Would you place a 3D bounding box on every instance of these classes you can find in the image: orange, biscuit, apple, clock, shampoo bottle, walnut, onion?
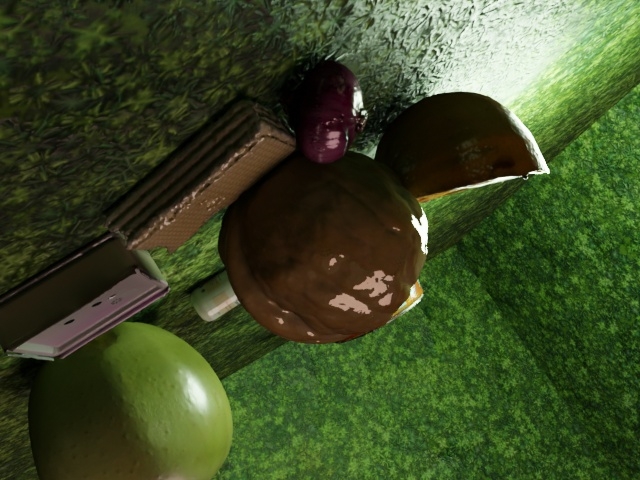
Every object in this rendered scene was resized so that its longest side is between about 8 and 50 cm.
[{"bbox_3d":[0.210,-0.114,0.970,0.274,0.274,0.310,-36,-150,11],"label":"orange"},{"bbox_3d":[-0.139,-0.068,0.713,0.239,0.062,0.108,-36,167,16],"label":"biscuit"},{"bbox_3d":[-0.333,0.321,1.069,0.357,0.357,0.357,-31,167,-8],"label":"apple"},{"bbox_3d":[-0.316,0.079,0.803,0.192,0.071,0.147,-32,167,-5],"label":"clock"},{"bbox_3d":[-0.162,0.084,1.183,0.192,0.074,0.074,-32,167,-5],"label":"shampoo bottle"},{"bbox_3d":[0.000,0.000,0.827,0.285,0.285,0.296,-25,-174,-31],"label":"walnut"},{"bbox_3d":[0.002,-0.147,0.685,0.115,0.104,0.115,18,90,-90],"label":"onion"}]

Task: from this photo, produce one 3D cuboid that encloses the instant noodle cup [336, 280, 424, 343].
[{"bbox_3d":[0.079,0.084,1.335,0.296,0.214,0.296,-28,179,0],"label":"instant noodle cup"}]
